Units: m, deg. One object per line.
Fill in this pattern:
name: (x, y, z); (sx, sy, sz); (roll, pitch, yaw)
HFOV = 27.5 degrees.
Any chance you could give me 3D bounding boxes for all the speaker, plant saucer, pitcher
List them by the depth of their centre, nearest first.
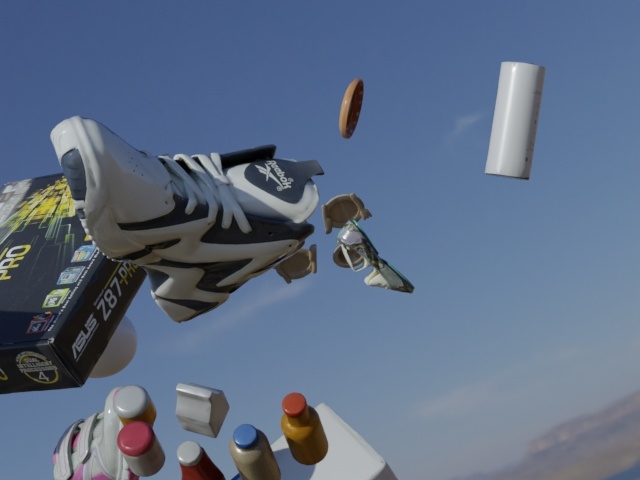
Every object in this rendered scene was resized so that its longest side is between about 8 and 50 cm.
speaker: (0.231, -0.142, 1.546); (0.055, 0.136, 0.055); (8, 2, 0)
plant saucer: (0.041, -0.178, 1.764); (0.013, 0.083, 0.083); (14, -8, 11)
pitcher: (-0.420, 0.166, 2.202); (0.177, 0.125, 0.207); (3, -5, 25)

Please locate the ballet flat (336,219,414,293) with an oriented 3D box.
ballet flat: (0.057, 0.027, 1.460); (0.041, 0.114, 0.041); (-37, 21, 16)

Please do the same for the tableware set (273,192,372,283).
tableware set: (0.000, 0.000, 1.950); (0.168, 0.020, 0.141); (-17, -46, -1)

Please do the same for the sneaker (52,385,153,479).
sneaker: (-0.281, 0.271, 1.643); (0.111, 0.103, 0.252); (18, -49, -1)

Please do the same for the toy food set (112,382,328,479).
toy food set: (-0.118, 0.191, 1.315); (0.232, 0.111, 0.104); (13, -33, 19)

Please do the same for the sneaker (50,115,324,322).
sneaker: (-0.078, -0.036, 0.911); (0.153, 0.094, 0.235); (-27, -38, 3)

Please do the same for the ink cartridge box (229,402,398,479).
ink cartridge box: (0.012, 0.466, 1.847); (0.285, 0.166, 0.395); (-39, -47, -10)

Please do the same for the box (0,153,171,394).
box: (-0.393, 0.049, 1.848); (0.318, 0.097, 0.395); (-9, 37, 31)
